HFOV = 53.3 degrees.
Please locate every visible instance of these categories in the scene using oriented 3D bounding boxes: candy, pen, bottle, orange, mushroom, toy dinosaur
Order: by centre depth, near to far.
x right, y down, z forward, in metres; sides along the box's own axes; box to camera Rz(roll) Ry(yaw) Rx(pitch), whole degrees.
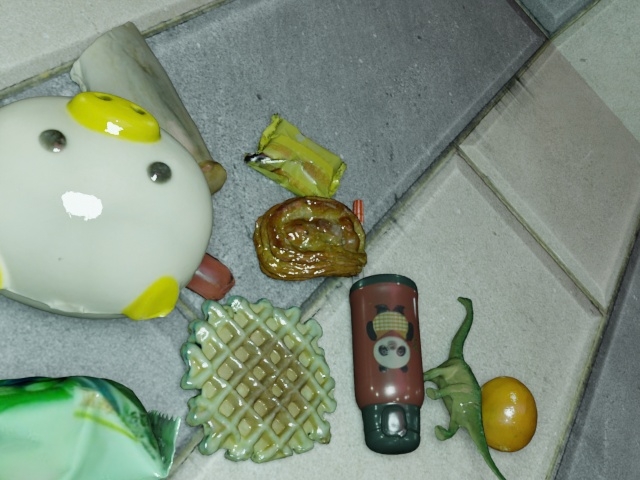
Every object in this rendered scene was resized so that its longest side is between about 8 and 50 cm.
[{"bbox_3d":[-0.390,0.230,0.792,0.397,0.262,0.172,23,65,-24],"label":"candy"},{"bbox_3d":[-0.330,-0.245,1.211,0.154,0.137,0.408,-15,67,-54],"label":"mushroom"},{"bbox_3d":[0.134,0.243,1.247,0.143,0.144,0.336,15,58,-29],"label":"bottle"},{"bbox_3d":[0.324,0.298,1.344,0.300,0.087,0.447,-3,44,-33],"label":"toy dinosaur"},{"bbox_3d":[0.383,0.365,1.346,0.123,0.156,0.156,5,59,-10],"label":"orange"},{"bbox_3d":[0.084,0.011,1.424,0.028,0.028,0.239,19,54,-26],"label":"pen"}]

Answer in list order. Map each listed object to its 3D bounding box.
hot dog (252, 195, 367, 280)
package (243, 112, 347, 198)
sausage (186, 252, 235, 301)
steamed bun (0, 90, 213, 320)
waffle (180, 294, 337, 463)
[{"bbox_3d":[0.000,-0.001,1.299,0.258,0.114,0.175,-2,62,-31],"label":"hot dog"},{"bbox_3d":[-0.046,-0.167,1.394,0.226,0.090,0.168,33,52,-12],"label":"package"},{"bbox_3d":[-0.220,0.056,1.148,0.141,0.076,0.076,34,49,-16],"label":"sausage"},{"bbox_3d":[-0.347,-0.047,0.959,0.373,0.334,0.334,14,56,-23],"label":"steamed bun"},{"bbox_3d":[-0.105,0.240,1.128,0.309,0.056,0.292,8,61,-33],"label":"waffle"}]
